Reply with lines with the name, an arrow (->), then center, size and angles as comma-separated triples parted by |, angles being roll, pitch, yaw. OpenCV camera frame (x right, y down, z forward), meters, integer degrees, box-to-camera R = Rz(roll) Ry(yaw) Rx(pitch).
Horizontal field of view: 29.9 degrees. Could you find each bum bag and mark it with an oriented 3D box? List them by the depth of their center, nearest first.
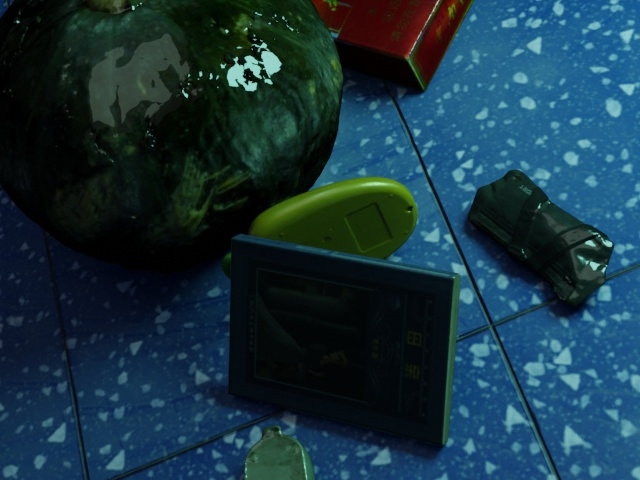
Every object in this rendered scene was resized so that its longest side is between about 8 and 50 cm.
bum bag -> 0.251, -0.006, 1.358 | 0.197, 0.049, 0.087 | 43, 104, 35

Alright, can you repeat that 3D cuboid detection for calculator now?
calculator -> 0.000, 0.000, 1.381 | 0.234, 0.146, 0.032 | -24, 46, 5

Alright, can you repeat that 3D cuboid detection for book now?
book -> 0.019, 0.105, 1.306 | 0.269, 0.191, 0.025 | 10, 18, 26

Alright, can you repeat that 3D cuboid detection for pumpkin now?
pumpkin -> -0.197, -0.177, 1.449 | 0.454, 0.344, 0.454 | -6, 58, 10

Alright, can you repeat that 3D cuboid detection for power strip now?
power strip -> -0.036, 0.327, 1.243 | 0.080, 0.048, 0.286 | -14, 54, 8

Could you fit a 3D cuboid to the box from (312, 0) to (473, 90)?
box -> 0.041, -0.338, 1.611 | 0.313, 0.089, 0.197 | 20, 76, 31
